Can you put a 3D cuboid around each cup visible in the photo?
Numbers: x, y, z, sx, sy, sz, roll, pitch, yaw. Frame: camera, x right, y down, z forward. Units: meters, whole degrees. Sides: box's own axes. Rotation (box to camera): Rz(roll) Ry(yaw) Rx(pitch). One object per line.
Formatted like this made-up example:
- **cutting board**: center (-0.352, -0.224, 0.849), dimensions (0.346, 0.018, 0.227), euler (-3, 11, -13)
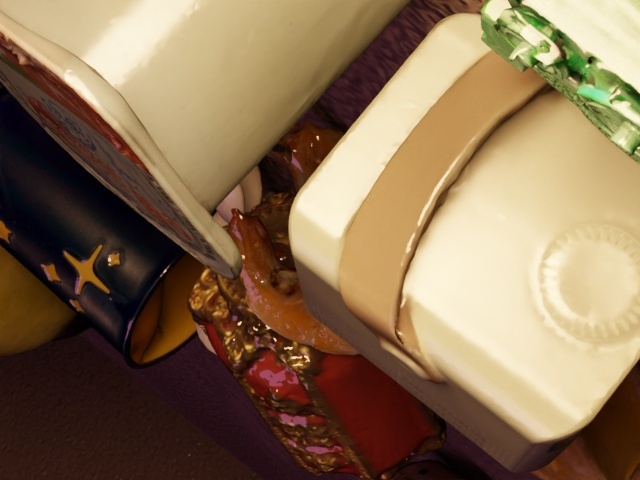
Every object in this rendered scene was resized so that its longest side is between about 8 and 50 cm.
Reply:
- **cup**: center (-0.188, -0.060, 1.703), dimensions (0.256, 0.255, 0.178), euler (39, -154, 17)

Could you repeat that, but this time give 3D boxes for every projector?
- **projector**: center (0.091, 0.008, 0.941), dimensions (0.177, 0.163, 0.242), euler (37, 170, 10)

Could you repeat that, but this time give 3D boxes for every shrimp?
- **shrimp**: center (0.002, 0.000, 1.271), dimensions (0.187, 0.132, 0.051), euler (54, 168, -14)

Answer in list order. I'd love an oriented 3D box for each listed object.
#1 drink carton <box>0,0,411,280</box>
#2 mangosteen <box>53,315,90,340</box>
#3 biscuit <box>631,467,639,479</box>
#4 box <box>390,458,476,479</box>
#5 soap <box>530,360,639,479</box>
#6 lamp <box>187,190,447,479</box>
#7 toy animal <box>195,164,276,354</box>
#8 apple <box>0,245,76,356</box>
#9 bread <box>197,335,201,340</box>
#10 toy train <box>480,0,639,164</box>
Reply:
- **drink carton**: center (-0.060, -0.116, 0.883), dimensions (0.185, 0.190, 0.191), euler (30, 165, 39)
- **mangosteen**: center (-0.339, 0.026, 2.321), dimensions (0.210, 0.210, 0.210), euler (38, 168, 10)
- **biscuit**: center (0.239, 0.179, 1.384), dimensions (0.208, 0.047, 0.164), euler (32, 165, 35)
- **box**: center (0.127, 0.316, 2.020), dimensions (0.151, 0.151, 0.135), euler (46, 176, -26)
- **soap**: center (0.123, 0.059, 1.212), dimensions (0.173, 0.089, 0.274), euler (33, 166, 39)
- **lamp**: center (0.009, 0.077, 1.434), dimensions (0.177, 0.177, 0.274), euler (32, 166, 34)
- **toy animal**: center (-0.049, -0.016, 1.524), dimensions (0.104, 0.130, 0.221), euler (-104, 9, -50)
- **apple**: center (-0.361, -0.011, 2.003), dimensions (0.254, 0.292, 0.292), euler (21, 172, -11)
- **bread**: center (-0.047, 0.142, 2.110), dimensions (0.232, 0.064, 0.172), euler (30, 165, 47)
- **toy train**: center (0.142, -0.060, 0.758), dimensions (0.178, 0.071, 0.104), euler (40, 176, 8)
